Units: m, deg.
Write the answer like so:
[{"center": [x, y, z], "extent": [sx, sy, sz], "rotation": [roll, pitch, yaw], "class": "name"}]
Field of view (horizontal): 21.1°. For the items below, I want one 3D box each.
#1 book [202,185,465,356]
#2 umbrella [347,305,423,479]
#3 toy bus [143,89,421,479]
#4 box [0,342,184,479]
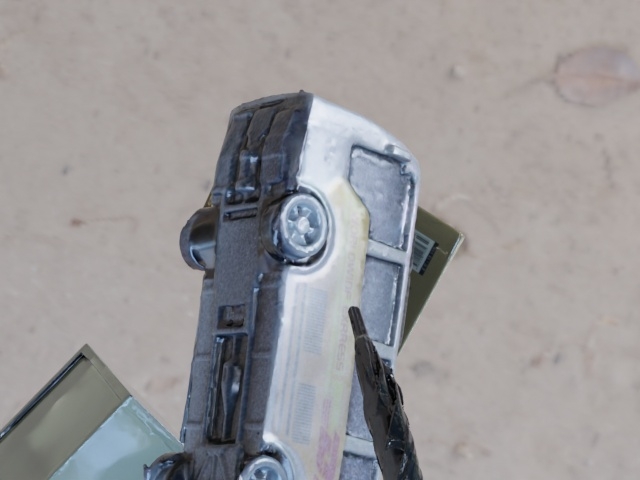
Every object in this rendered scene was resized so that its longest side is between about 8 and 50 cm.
[{"center": [0.000, 0.000, 1.332], "extent": [0.138, 0.198, 0.016], "rotation": [-63, 164, 22], "class": "book"}, {"center": [0.037, 0.120, 0.826], "extent": [0.044, 0.269, 0.044], "rotation": [3, 129, -21], "class": "umbrella"}, {"center": [-0.018, 0.085, 1.073], "extent": [0.138, 0.097, 0.343], "rotation": [19, 73, -38], "class": "toy bus"}, {"center": [-0.252, 0.245, 1.718], "extent": [0.225, 0.225, 0.117], "rotation": [-46, 110, -6], "class": "box"}]
